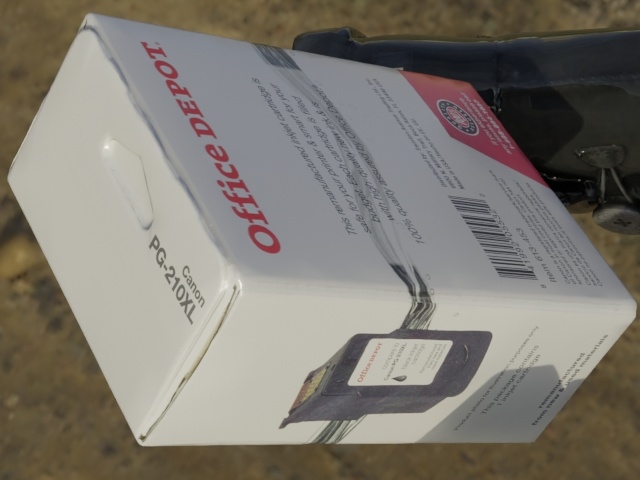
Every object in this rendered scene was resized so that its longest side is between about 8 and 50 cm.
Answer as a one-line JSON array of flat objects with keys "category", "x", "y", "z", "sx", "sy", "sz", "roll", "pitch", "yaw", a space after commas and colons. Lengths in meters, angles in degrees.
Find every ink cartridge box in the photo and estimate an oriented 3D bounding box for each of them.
[{"category": "ink cartridge box", "x": 0.000, "y": 0.000, "z": 0.814, "sx": 0.237, "sy": 0.100, "sz": 0.172, "roll": 5, "pitch": 40, "yaw": -40}]

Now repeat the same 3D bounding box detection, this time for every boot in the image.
[{"category": "boot", "x": 0.244, "y": -0.057, "z": 1.177, "sx": 0.367, "sy": 0.445, "sz": 0.146, "roll": 20, "pitch": 68, "yaw": -71}]
